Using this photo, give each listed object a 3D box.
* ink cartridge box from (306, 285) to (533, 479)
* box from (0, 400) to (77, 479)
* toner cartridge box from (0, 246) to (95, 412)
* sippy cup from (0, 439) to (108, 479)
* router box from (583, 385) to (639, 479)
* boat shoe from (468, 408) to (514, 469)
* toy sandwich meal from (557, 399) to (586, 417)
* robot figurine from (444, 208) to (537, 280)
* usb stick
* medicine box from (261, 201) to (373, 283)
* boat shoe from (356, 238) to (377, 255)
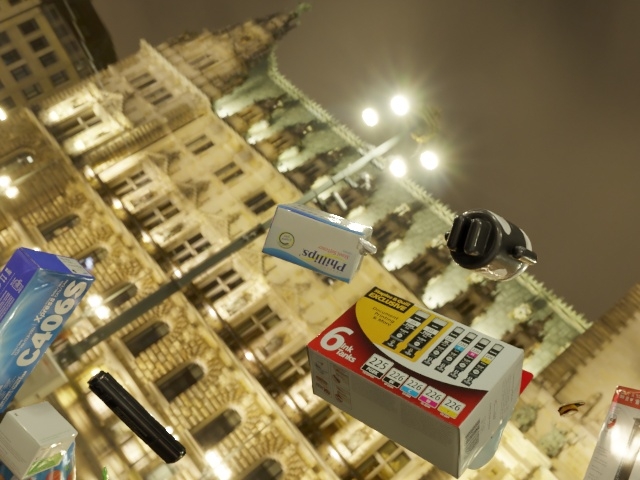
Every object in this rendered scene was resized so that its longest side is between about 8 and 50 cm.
[{"bbox_3d":[0.180,0.212,1.195,0.309,0.272,0.130,22,-47,35],"label":"ink cartridge box"},{"bbox_3d":[-0.540,0.374,1.285,0.102,0.087,0.101,36,12,19],"label":"box"},{"bbox_3d":[-0.608,0.184,1.336,0.075,0.348,0.165,37,4,23],"label":"toner cartridge box"},{"bbox_3d":[-0.651,0.535,1.527,0.240,0.305,0.224,15,-82,39],"label":"sippy cup"},{"bbox_3d":[0.709,0.487,1.491,0.082,0.301,0.335,23,-7,2],"label":"router box"},{"bbox_3d":[0.360,0.419,1.511,0.065,0.183,0.083,37,-13,-8],"label":"boat shoe"},{"bbox_3d":[0.706,0.472,1.915,0.085,0.085,0.029,101,-18,-62],"label":"toy sandwich meal"},{"bbox_3d":[0.462,0.017,1.875,0.278,0.173,0.209,20,35,-44],"label":"robot figurine"},{"bbox_3d":[-0.418,0.406,1.557,0.278,0.045,0.077,48,-46,-11],"label":"usb stick"},{"bbox_3d":[0.000,0.000,1.998,0.263,0.149,0.289,19,7,6],"label":"medicine box"},{"bbox_3d":[0.113,0.023,1.719,0.035,0.035,0.100,20,8,-20],"label":"boat shoe"}]
